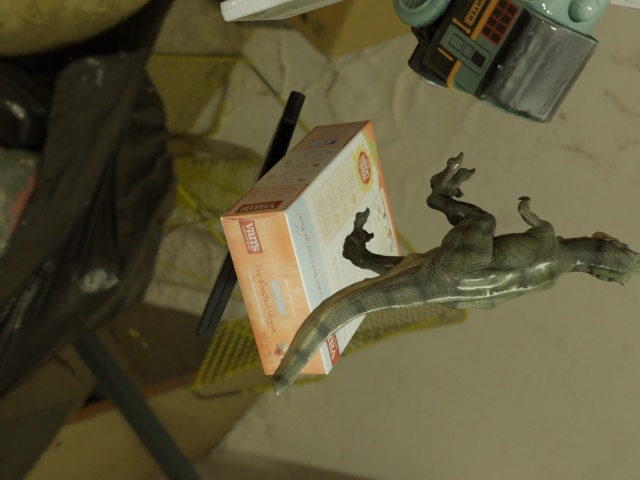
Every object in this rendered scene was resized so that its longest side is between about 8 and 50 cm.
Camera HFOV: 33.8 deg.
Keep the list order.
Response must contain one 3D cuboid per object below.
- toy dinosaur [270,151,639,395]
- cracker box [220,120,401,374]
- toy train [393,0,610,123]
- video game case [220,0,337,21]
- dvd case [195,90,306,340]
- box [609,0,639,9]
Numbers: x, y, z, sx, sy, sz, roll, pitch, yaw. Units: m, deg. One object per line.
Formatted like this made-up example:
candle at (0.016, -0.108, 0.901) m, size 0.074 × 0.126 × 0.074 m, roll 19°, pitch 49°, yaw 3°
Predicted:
toy dinosaur at (0.076, 0.010, 0.668) m, size 0.268 × 0.118 × 0.064 m, roll -15°, pitch 132°, yaw -17°
cracker box at (0.000, 0.000, 0.979) m, size 0.067 × 0.156 × 0.232 m, roll -4°, pitch -157°, yaw 23°
toy train at (0.199, -0.265, 0.938) m, size 0.142 × 0.190 × 0.334 m, roll 12°, pitch 117°, yaw -40°
video game case at (0.022, -0.298, 1.220) m, size 0.227 × 0.026 × 0.206 m, roll -13°, pitch -172°, yaw 18°
dvd case at (-0.074, -0.033, 1.156) m, size 0.253 × 0.022 × 0.180 m, roll -75°, pitch -172°, yaw -53°
box at (0.317, -0.287, 1.128) m, size 0.063 × 0.324 × 0.067 m, roll -39°, pitch 139°, yaw -61°
